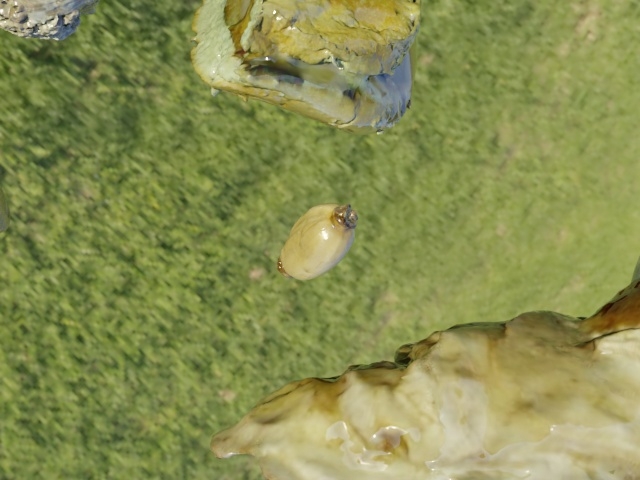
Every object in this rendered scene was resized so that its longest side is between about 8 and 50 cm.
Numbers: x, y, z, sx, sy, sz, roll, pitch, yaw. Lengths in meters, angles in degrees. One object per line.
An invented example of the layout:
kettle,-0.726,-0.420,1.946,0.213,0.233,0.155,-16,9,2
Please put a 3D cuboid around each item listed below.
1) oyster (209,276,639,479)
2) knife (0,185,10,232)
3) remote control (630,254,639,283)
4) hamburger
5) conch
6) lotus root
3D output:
oyster,0.084,0.059,0.401,0.161,0.233,0.107,27,65,-84
knife,-0.150,-0.045,0.480,0.022,0.046,0.256,-6,162,-10
remote control,0.503,0.002,1.509,0.332,0.103,0.221,-35,149,-50
hamburger,0.005,-0.212,1.042,0.211,0.308,0.132,23,132,-23
conch,-0.308,-0.309,1.244,0.178,0.162,0.245,-17,180,-15
lotus root,0.000,0.000,1.230,0.150,0.062,0.073,-41,-162,51
